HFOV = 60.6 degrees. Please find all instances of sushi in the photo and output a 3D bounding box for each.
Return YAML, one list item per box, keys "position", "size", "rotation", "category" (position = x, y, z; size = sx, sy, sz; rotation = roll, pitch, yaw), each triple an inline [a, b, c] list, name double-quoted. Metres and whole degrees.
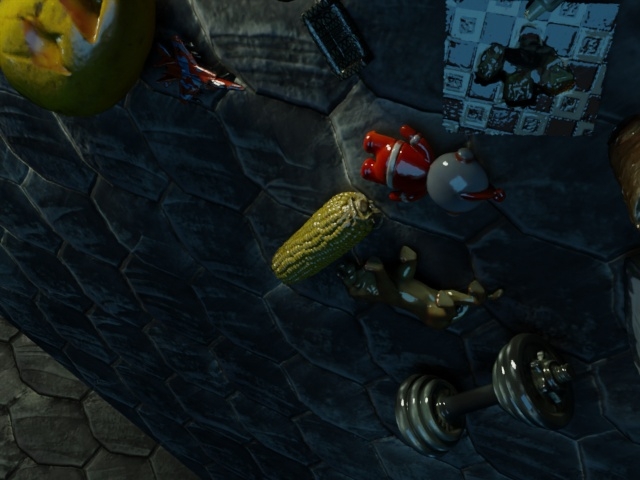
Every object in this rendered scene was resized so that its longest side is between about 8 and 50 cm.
- position: [0.279, -0.239, 0.759]
  size: [0.210, 0.040, 0.192]
  rotation: [7, 126, 18]
  category: "sushi"

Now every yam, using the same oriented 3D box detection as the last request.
- position: [0.435, -0.076, 0.675]
  size: [0.129, 0.238, 0.128]
  rotation: [-16, 109, 30]
  category: "yam"

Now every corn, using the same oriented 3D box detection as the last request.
- position: [0.000, 0.000, 1.072]
  size: [0.106, 0.106, 0.293]
  rotation: [44, 136, -9]
  category: "corn"

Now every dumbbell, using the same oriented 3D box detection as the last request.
- position: [0.312, 0.313, 1.082]
  size: [0.179, 0.179, 0.406]
  rotation: [46, 133, -10]
  category: "dumbbell"

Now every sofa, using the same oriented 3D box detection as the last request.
- position: [0.026, -0.312, 0.845]
  size: [0.060, 0.039, 0.118]
  rotation: [-20, 113, 38]
  category: "sofa"

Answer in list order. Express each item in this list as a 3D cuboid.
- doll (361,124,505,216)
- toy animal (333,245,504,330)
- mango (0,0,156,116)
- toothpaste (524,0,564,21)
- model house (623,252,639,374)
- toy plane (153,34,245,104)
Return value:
- position: [0.181, -0.109, 0.896]
  size: [0.245, 0.076, 0.142]
  rotation: [18, 133, 21]
  category: "doll"
- position: [0.173, 0.101, 1.066]
  size: [0.312, 0.097, 0.157]
  rotation: [24, 145, 7]
  category: "toy animal"
- position: [-0.423, -0.372, 0.969]
  size: [0.365, 0.182, 0.253]
  rotation: [-33, 103, 31]
  category: "mango"
- position: [0.323, -0.337, 0.642]
  size: [0.048, 0.029, 0.197]
  rotation: [45, 117, -6]
  category: "toothpaste"
- position: [0.632, 0.134, 0.794]
  size: [0.301, 0.190, 0.271]
  rotation: [-12, 115, 18]
  category: "model house"
- position: [-0.212, -0.295, 0.979]
  size: [0.189, 0.061, 0.130]
  rotation: [15, 130, 13]
  category: "toy plane"
